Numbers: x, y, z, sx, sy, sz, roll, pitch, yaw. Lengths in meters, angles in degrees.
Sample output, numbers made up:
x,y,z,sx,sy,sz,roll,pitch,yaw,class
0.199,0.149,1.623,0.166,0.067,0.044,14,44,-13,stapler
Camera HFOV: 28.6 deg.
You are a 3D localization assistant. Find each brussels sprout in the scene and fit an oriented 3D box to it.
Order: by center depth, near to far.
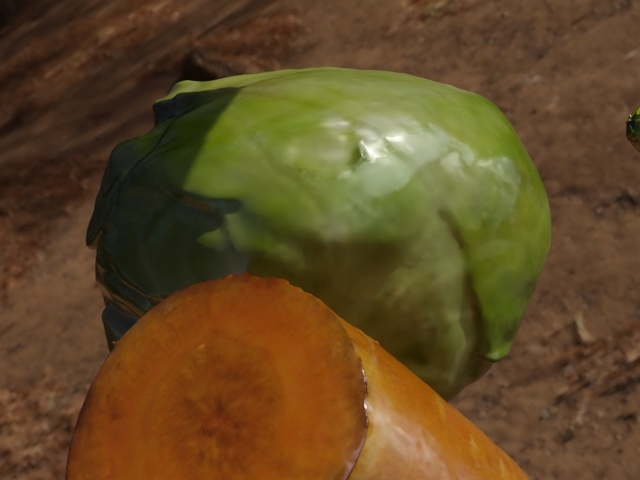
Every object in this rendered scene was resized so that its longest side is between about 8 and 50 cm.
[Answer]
x,y,z,sx,sy,sz,roll,pitch,yaw,class
0.000,0.000,0.876,0.328,0.247,0.328,-11,11,2,brussels sprout

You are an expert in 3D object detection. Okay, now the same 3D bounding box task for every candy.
x,y,z,sx,sy,sz,roll,pitch,yaw,class
0.415,-0.118,1.299,0.194,0.062,0.058,-1,9,24,candy

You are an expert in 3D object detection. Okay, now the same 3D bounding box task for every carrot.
x,y,z,sx,sy,sz,roll,pitch,yaw,class
0.032,0.183,0.671,0.193,0.331,0.214,-46,24,-6,carrot
